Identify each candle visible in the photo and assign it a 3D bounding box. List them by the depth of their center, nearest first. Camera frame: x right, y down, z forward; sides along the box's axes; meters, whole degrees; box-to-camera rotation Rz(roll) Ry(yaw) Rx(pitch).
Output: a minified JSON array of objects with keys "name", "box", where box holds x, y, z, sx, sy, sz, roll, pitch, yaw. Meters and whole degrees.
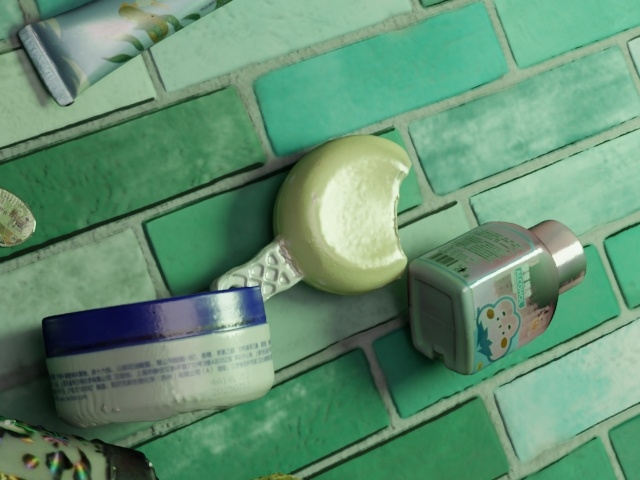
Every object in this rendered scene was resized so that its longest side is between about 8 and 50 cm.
[{"name":"candle","box":[-0.301,0.234,1.515,0.330,0.187,0.187,19,72,-22]}]

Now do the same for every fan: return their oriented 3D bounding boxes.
[{"name":"fan","box":[-0.299,-0.010,1.662,0.060,0.003,0.080,13,74,-25]}]

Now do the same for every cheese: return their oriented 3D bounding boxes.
[{"name":"cheese","box":[-0.011,-0.017,1.782,0.248,0.071,0.163,-11,86,-29]}]

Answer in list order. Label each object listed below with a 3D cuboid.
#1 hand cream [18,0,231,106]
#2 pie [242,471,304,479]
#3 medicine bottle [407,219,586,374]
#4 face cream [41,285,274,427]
[{"name":"hand cream","box":[-0.174,-0.223,1.750,0.256,0.055,0.088,-31,96,-23]},{"name":"pie","box":[-0.019,0.390,1.694,0.339,0.083,0.339,7,75,-29]},{"name":"medicine bottle","box":[0.187,0.049,1.845,0.188,0.094,0.119,-26,125,-32]},{"name":"face cream","box":[-0.147,0.107,1.607,0.206,0.206,0.111,-6,86,-29]}]
